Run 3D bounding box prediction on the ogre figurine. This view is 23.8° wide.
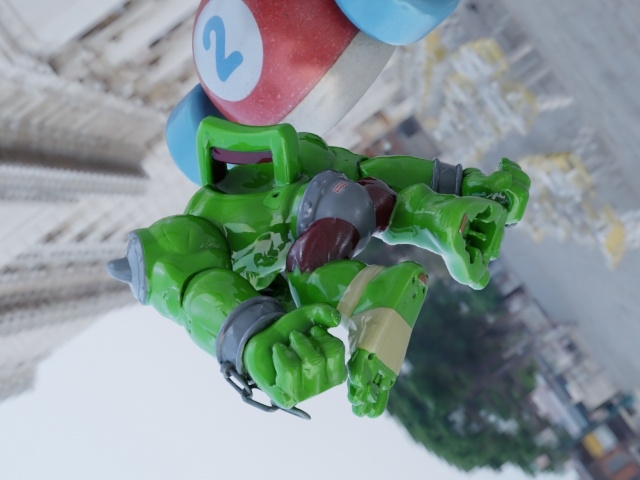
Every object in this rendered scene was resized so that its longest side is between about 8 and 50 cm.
[{"bbox_3d":[0.000,0.000,0.636,0.118,0.197,0.097,20,143,26],"label":"ogre figurine"}]

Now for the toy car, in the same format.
[{"bbox_3d":[-0.056,-0.189,0.904,0.238,0.219,0.210,37,-134,-14],"label":"toy car"}]
